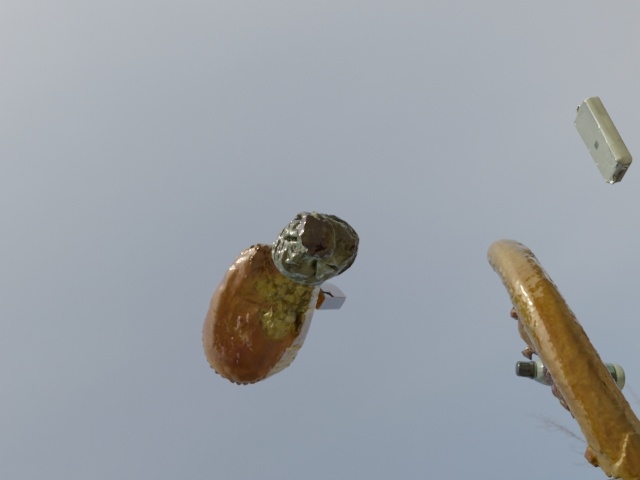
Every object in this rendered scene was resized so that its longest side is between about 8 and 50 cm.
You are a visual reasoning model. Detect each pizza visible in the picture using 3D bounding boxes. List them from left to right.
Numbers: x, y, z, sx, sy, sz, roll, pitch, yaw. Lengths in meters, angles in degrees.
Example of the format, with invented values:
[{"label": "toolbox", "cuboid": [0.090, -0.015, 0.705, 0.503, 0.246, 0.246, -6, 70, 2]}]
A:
[{"label": "pizza", "cuboid": [0.301, 0.133, 0.686, 0.182, 0.074, 0.365, 58, -167, -47]}]

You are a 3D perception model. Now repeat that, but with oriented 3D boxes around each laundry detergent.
[{"label": "laundry detergent", "cuboid": [0.574, 0.310, 1.244, 0.225, 0.099, 0.070, 4, -98, 10]}]

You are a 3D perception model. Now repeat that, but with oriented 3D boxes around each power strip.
[{"label": "power strip", "cuboid": [0.572, -0.205, 1.085, 0.035, 0.081, 0.192, -11, -121, 1]}]

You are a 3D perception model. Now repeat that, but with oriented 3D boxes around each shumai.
[{"label": "shumai", "cuboid": [-0.001, -0.001, 0.718, 0.124, 0.087, 0.099, -26, -103, -22]}]

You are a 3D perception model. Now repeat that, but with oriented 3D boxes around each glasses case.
[{"label": "glasses case", "cuboid": [0.005, 0.133, 1.332, 0.075, 0.218, 0.049, 34, -87, 17]}]

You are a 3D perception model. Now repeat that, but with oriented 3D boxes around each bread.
[{"label": "bread", "cuboid": [-0.104, 0.128, 0.944, 0.250, 0.179, 0.133, -60, -19, 7]}]

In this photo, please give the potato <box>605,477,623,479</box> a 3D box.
[{"label": "potato", "cuboid": [0.326, 0.347, 0.510, 0.229, 0.266, 0.229, 0, -90, 2]}]
